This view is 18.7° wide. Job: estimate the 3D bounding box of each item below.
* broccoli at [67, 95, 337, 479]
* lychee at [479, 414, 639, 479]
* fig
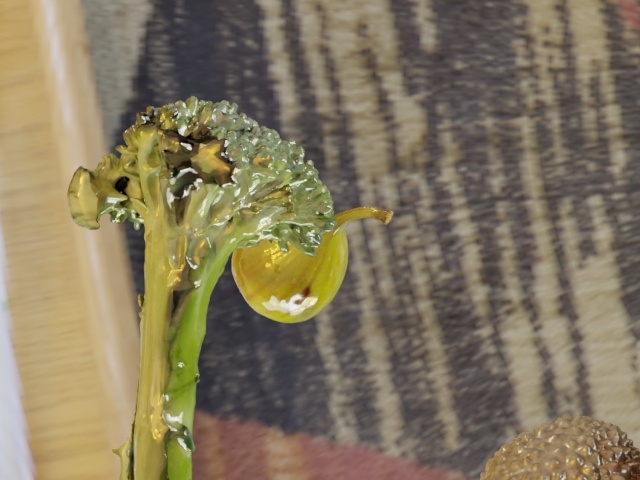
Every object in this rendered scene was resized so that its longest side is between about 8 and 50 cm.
[{"bbox_3d":[-0.067,0.030,0.988,0.122,0.118,0.204,13,90,-25],"label":"broccoli"},{"bbox_3d":[0.199,0.236,1.600,0.165,0.165,0.197,13,70,19],"label":"lychee"},{"bbox_3d":[0.007,0.006,1.584,0.166,0.093,0.093,-27,85,25],"label":"fig"}]
